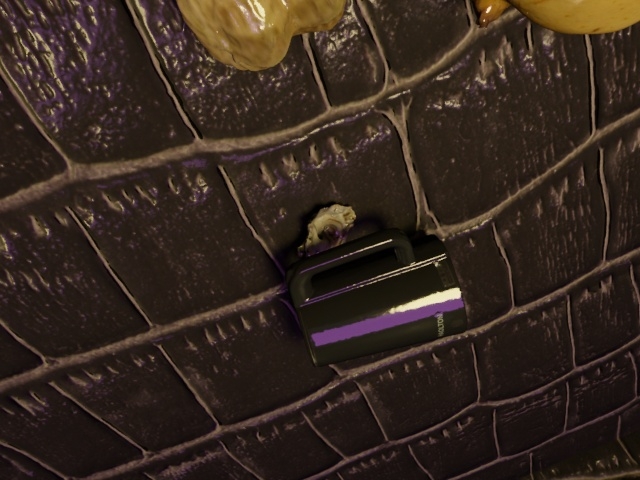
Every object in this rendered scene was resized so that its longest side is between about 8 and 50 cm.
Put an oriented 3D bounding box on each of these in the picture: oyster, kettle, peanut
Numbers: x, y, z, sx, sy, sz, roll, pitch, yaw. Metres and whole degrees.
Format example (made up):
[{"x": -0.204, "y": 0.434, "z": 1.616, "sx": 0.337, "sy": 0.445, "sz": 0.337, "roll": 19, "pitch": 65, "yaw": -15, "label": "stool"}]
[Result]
[{"x": -0.001, "y": 0.001, "z": 1.095, "sx": 0.108, "sy": 0.053, "sz": 0.165, "roll": -7, "pitch": 126, "yaw": -45, "label": "oyster"}, {"x": 0.107, "y": 0.117, "z": 1.109, "sx": 0.308, "sy": 0.203, "sz": 0.262, "roll": -16, "pitch": 163, "yaw": -1, "label": "kettle"}, {"x": -0.074, "y": -0.337, "z": 0.762, "sx": 0.233, "sy": 0.110, "sz": 0.196, "roll": -29, "pitch": 125, "yaw": 7, "label": "peanut"}]

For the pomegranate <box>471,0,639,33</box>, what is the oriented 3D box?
[{"x": 0.299, "y": -0.409, "z": 0.698, "sx": 0.343, "sy": 0.342, "sz": 0.342, "roll": -9, "pitch": 130, "yaw": -10, "label": "pomegranate"}]
